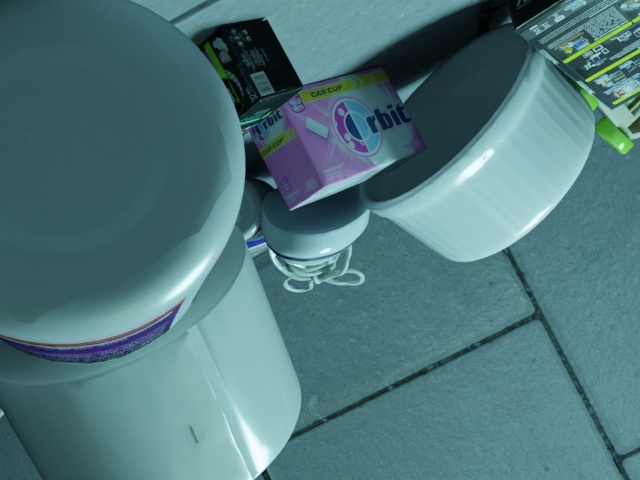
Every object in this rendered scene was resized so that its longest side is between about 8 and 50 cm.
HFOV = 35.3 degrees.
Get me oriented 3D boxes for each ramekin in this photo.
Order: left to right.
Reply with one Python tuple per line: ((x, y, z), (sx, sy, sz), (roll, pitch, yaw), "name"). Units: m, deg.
((0.186, -0.108, 1.180), (0.277, 0.135, 0.277), (-43, -160, 20), "ramekin")

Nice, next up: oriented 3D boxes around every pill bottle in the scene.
((-0.152, -0.017, 0.629), (0.182, 0.181, 0.323), (-26, 176, -14), "pill bottle")
((-0.100, -0.041, 1.346), (0.087, 0.087, 0.160), (-28, 176, 11), "pill bottle")

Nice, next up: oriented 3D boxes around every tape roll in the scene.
((-0.155, 0.106, 0.882), (0.246, 0.169, 0.246), (-13, -149, 8), "tape roll")

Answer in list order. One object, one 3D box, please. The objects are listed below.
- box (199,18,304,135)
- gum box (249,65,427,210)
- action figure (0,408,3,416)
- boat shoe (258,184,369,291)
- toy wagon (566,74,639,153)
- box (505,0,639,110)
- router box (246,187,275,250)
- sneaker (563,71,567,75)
((-0.067, -0.117, 0.761), (0.052, 0.062, 0.083), (-25, 176, -46), "box")
((0.023, -0.114, 1.076), (0.188, 0.107, 0.062), (-23, 175, -45), "gum box")
((-0.496, 0.162, 0.846), (0.370, 0.248, 0.275), (-6, -148, 12), "action figure")
((-0.009, -0.001, 1.305), (0.136, 0.156, 0.367), (3, -163, 1), "boat shoe")
((0.413, -0.265, 1.248), (0.267, 0.068, 0.344), (-46, 137, 11), "toy wagon")
((0.362, -0.262, 1.046), (0.270, 0.060, 0.216), (-30, 144, 33), "box")
((-0.246, 0.046, 1.545), (0.301, 0.082, 0.335), (-30, 175, 33), "router box")
((0.408, -0.315, 1.320), (0.281, 0.106, 0.162), (-22, 157, -34), "sneaker")
